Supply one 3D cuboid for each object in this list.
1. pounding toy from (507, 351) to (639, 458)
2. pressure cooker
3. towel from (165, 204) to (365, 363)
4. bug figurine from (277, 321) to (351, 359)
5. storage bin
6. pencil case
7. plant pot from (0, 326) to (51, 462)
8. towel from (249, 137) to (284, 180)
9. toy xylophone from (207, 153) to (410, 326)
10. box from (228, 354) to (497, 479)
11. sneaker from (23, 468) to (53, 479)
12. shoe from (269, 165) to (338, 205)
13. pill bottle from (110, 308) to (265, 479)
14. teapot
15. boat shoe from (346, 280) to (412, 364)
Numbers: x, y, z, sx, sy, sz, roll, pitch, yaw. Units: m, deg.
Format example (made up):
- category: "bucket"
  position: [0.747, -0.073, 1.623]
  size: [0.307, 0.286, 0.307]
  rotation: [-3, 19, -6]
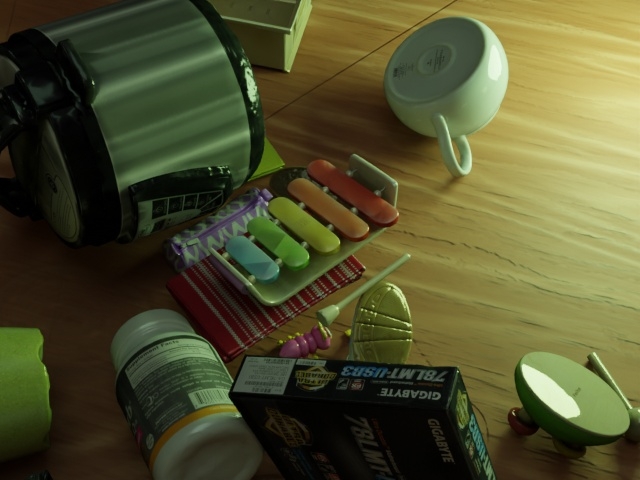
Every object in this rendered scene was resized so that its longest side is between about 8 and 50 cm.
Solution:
- category: "pounding toy"
  position: [0.379, 0.268, 1.452]
  size: [0.236, 0.110, 0.183]
  rotation: [4, 34, -38]
- category: "pressure cooker"
  position: [-0.349, -0.186, 1.546]
  size: [0.420, 0.370, 0.375]
  rotation: [-24, 32, -27]
- category: "towel"
  position: [-0.091, 0.064, 1.533]
  size: [0.275, 0.031, 0.199]
  rotation: [-32, 54, -19]
- category: "bug figurine"
  position: [-0.005, 0.106, 1.556]
  size: [0.216, 0.072, 0.279]
  rotation: [-27, 59, -21]
- category: "storage bin"
  position: [-0.159, -0.496, 1.971]
  size: [0.262, 0.123, 0.260]
  rotation: [11, 53, 6]
- category: "pencil case"
  position: [-0.175, -0.013, 1.627]
  size: [0.206, 0.088, 0.086]
  rotation: [-34, 64, -26]
- category: "plant pot"
  position: [-0.519, 0.224, 1.343]
  size: [0.253, 0.276, 0.276]
  rotation: [-5, 52, -21]
- category: "towel"
  position: [-0.169, -0.201, 1.807]
  size: [0.102, 0.021, 0.237]
  rotation: [-23, 58, -23]
- category: "toy xylophone"
  position: [0.000, 0.000, 1.493]
  size: [0.236, 0.081, 0.322]
  rotation: [30, 58, 34]
- category: "box"
  position: [0.066, 0.267, 1.246]
  size: [0.293, 0.295, 0.073]
  rotation: [2, 48, 26]
- category: "sneaker"
  position: [-0.448, 0.382, 1.317]
  size: [0.227, 0.087, 0.130]
  rotation: [8, 51, -1]
- category: "shoe"
  position: [0.015, -0.085, 1.717]
  size: [0.219, 0.058, 0.077]
  rotation: [8, 73, 8]
- category: "pill bottle"
  position: [-0.202, 0.231, 1.369]
  size: [0.162, 0.162, 0.278]
  rotation: [-21, 40, -18]
- category: "teapot"
  position: [0.255, -0.281, 1.803]
  size: [0.256, 0.187, 0.252]
  rotation: [-46, 44, -2]
- category: "boat shoe"
  position: [0.078, 0.200, 1.455]
  size: [0.098, 0.096, 0.277]
  rotation: [12, 65, -13]
